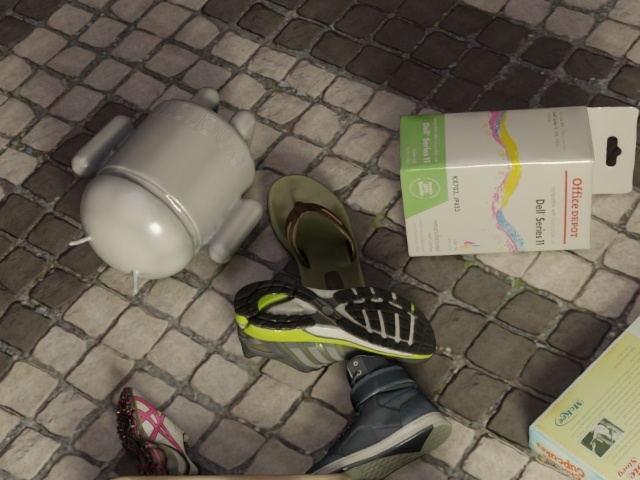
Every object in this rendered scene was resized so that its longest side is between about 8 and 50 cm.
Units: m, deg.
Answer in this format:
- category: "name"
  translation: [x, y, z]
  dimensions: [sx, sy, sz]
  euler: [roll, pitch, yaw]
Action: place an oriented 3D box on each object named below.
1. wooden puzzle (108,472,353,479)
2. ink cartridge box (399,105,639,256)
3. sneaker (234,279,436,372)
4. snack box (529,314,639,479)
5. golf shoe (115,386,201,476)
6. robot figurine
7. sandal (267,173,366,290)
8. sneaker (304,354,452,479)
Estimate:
- category: "wooden puzzle"
  translation: [-0.129, 0.449, 1.737]
  dimensions: [0.348, 0.080, 0.322]
  euler: [-3, 66, 8]
- category: "ink cartridge box"
  translation: [0.302, -0.088, 2.072]
  dimensions: [0.354, 0.207, 0.119]
  euler: [-3, 49, 7]
- category: "sneaker"
  translation: [0.019, 0.136, 2.000]
  dimensions: [0.300, 0.121, 0.111]
  euler: [10, 50, -2]
- category: "snack box"
  translation: [0.461, 0.219, 1.892]
  dimensions: [0.322, 0.060, 0.187]
  euler: [-40, 56, -22]
- category: "golf shoe"
  translation: [-0.235, 0.281, 1.958]
  dimensions: [0.086, 0.067, 0.186]
  euler: [1, 37, -33]
- category: "robot figurine"
  translation: [-0.240, -0.082, 2.156]
  dimensions: [0.300, 0.199, 0.353]
  euler: [30, 60, 10]
- category: "sandal"
  translation: [0.002, 0.000, 2.125]
  dimensions: [0.120, 0.086, 0.302]
  euler: [-19, 51, -7]
- category: "sneaker"
  translation: [0.046, 0.256, 1.908]
  dimensions: [0.226, 0.086, 0.163]
  euler: [-26, 53, -13]
